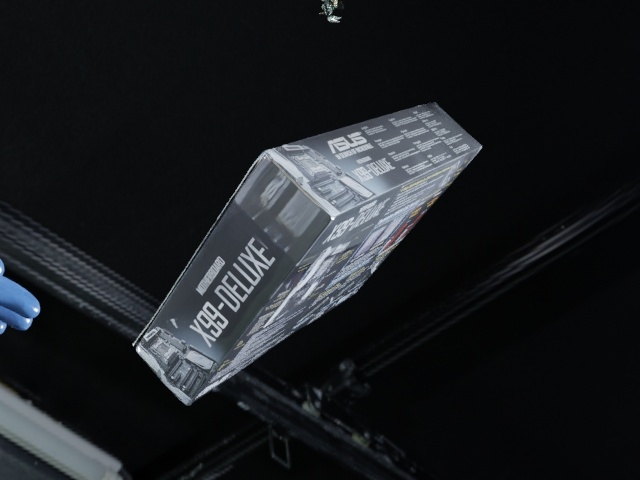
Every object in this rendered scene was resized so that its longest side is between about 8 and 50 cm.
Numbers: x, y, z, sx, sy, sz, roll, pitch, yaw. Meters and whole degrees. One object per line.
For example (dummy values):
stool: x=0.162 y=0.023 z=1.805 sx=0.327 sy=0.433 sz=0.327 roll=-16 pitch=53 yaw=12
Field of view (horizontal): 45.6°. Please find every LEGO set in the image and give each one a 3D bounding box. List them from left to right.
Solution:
LEGO set: x=0.009 y=-0.265 z=0.800 sx=0.024 sy=0.083 sz=0.054 roll=-3 pitch=-35 yaw=12

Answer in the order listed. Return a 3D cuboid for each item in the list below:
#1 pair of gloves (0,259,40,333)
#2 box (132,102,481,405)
pair of gloves: x=-0.248 y=0.030 z=0.387 sx=0.198 sy=0.023 sz=0.159 roll=-21 pitch=-31 yaw=30
box: x=0.000 y=0.000 z=0.713 sx=0.076 sy=0.307 sz=0.242 roll=46 pitch=-55 yaw=12
